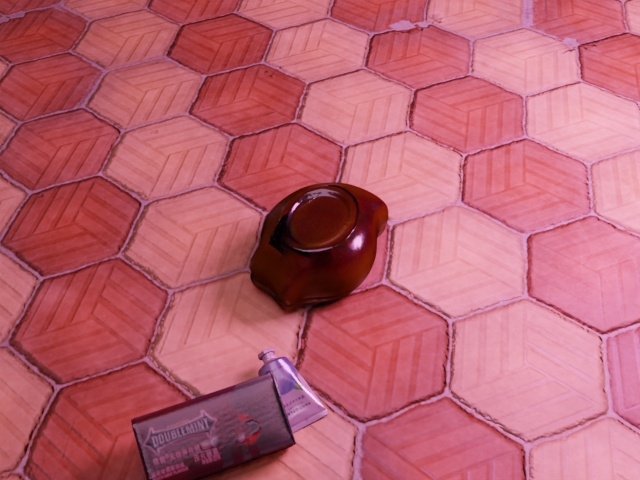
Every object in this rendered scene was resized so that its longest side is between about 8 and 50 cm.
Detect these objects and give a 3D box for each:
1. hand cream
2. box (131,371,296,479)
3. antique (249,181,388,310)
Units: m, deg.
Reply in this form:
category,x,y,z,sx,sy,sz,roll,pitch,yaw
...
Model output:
category,x,y,z,sx,sy,sz,roll,pitch,yaw
hand cream,-0.057,0.237,1.148,0.084,0.053,0.142,-25,62,-13
box,-0.160,0.289,1.071,0.224,0.069,0.120,-16,74,-9
antique,0.000,0.000,1.294,0.278,0.129,0.223,-34,58,-21
